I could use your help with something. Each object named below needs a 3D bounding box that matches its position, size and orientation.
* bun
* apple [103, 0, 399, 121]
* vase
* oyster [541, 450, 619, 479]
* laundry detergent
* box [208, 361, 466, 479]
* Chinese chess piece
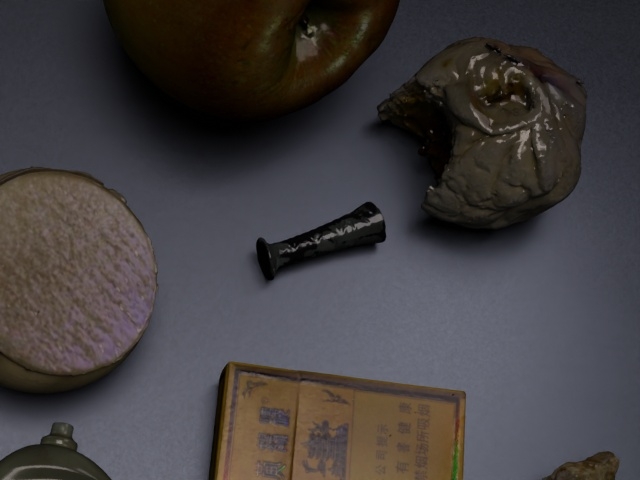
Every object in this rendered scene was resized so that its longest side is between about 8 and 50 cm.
[{"bbox_3d":[0.236,-0.158,1.804,0.281,0.205,0.281,5,65,-12],"label":"bun"},{"bbox_3d":[-0.092,-0.348,1.742,0.384,0.374,0.374,-38,79,-13],"label":"apple"},{"bbox_3d":[0.000,0.000,1.766,0.167,0.059,0.059,-19,72,-19],"label":"vase"},{"bbox_3d":[0.248,0.379,1.622,0.341,0.110,0.166,-36,72,-10],"label":"oyster"},{"bbox_3d":[-0.315,0.331,1.537,0.181,0.091,0.253,13,64,-8],"label":"laundry detergent"},{"bbox_3d":[0.019,0.265,1.639,0.301,0.084,0.193,8,65,-8],"label":"box"},{"bbox_3d":[-0.327,0.046,1.608,0.270,0.112,0.270,10,70,-29],"label":"Chinese chess piece"}]
